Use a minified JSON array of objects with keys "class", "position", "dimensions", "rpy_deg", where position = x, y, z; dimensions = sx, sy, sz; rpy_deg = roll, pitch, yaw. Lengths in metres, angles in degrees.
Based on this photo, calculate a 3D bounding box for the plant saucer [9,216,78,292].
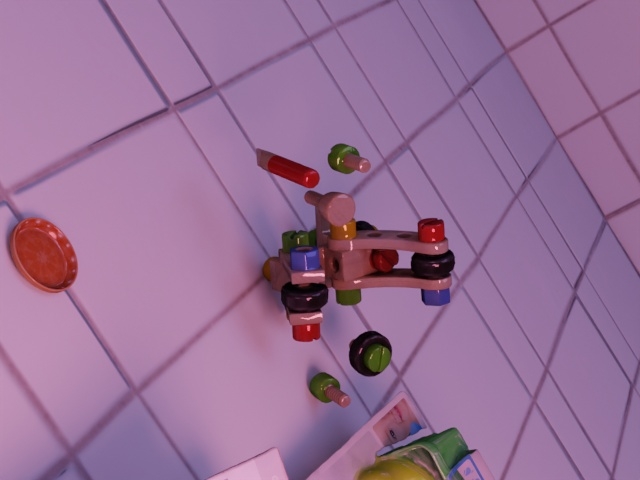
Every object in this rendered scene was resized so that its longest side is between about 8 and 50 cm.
[{"class":"plant saucer","position":[-0.285,0.016,1.146],"dimensions":[0.083,0.013,0.083],"rpy_deg":[38,37,-36]}]

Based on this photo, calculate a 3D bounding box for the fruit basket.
[{"class":"fruit basket","position":[0.103,0.382,1.293],"dimensions":[0.327,0.165,0.353],"rpy_deg":[61,32,-1]}]

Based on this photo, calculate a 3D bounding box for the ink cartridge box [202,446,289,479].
[{"class":"ink cartridge box","position":[-0.105,0.360,0.946],"dimensions":[0.261,0.066,0.296],"rpy_deg":[-18,88,-39]}]

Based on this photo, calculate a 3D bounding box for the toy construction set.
[{"class":"toy construction set","position":[0.000,0.000,1.455],"dimensions":[0.237,0.257,0.309],"rpy_deg":[27,-31,54]}]
